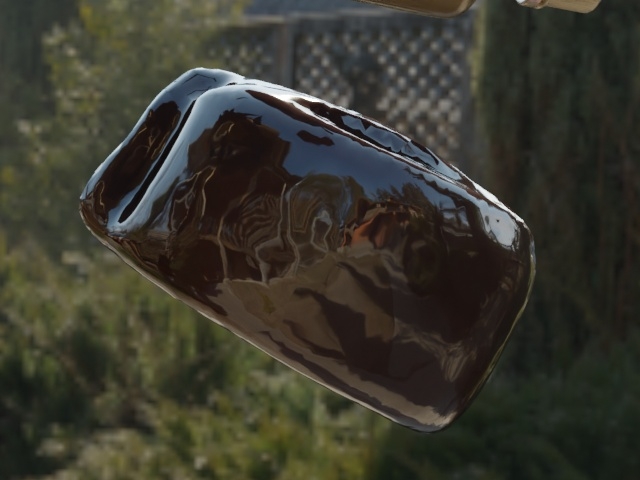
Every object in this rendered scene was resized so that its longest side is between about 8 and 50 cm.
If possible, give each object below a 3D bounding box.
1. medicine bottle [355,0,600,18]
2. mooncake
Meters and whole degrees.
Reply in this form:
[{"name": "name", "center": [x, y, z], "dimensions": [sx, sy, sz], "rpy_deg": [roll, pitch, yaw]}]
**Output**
[{"name": "medicine bottle", "center": [0.068, -0.207, 1.102], "dimensions": [0.252, 0.114, 0.114], "rpy_deg": [10, 3, -9]}, {"name": "mooncake", "center": [0.000, 0.000, 1.166], "dimensions": [0.326, 0.174, 0.334], "rpy_deg": [29, 1, -38]}]
